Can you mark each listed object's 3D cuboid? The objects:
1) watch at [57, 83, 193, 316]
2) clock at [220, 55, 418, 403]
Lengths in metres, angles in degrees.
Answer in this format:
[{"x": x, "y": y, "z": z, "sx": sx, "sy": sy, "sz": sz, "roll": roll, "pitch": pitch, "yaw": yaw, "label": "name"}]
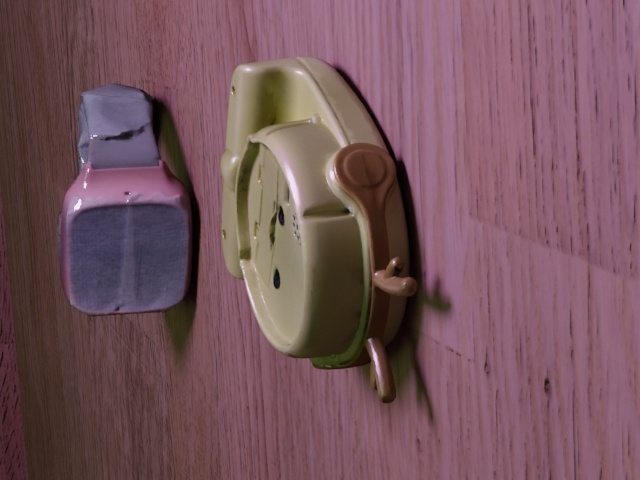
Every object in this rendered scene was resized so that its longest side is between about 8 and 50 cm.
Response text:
[{"x": -0.250, "y": -0.058, "z": 2.114, "sx": 0.241, "sy": 0.162, "sz": 0.253, "roll": -111, "pitch": 23, "yaw": -54, "label": "watch"}, {"x": 0.000, "y": 0.000, "z": 1.480, "sx": 0.308, "sy": 0.096, "sz": 0.235, "roll": -123, "pitch": 32, "yaw": -49, "label": "clock"}]
